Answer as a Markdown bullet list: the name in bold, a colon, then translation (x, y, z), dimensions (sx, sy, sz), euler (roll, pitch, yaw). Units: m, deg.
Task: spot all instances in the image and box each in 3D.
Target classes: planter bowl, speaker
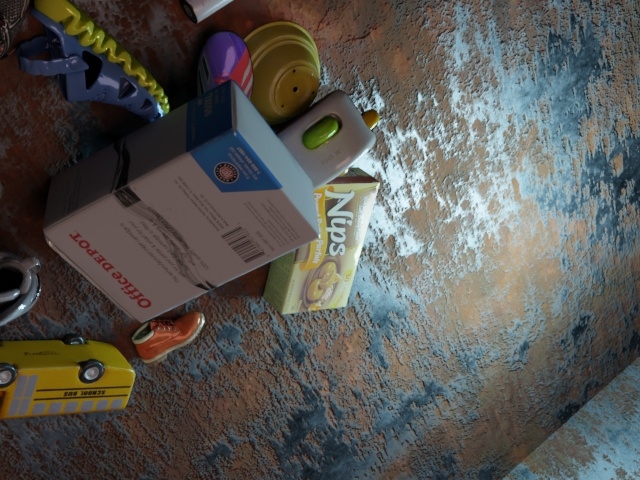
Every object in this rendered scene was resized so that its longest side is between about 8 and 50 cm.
- **planter bowl**: translation (-0.070, -0.306, 1.969), dimensions (0.217, 0.090, 0.217), euler (-20, 128, -28)
- **speaker**: translation (-0.181, -0.444, 1.813), dimensions (0.136, 0.055, 0.055), euler (-37, 134, -15)

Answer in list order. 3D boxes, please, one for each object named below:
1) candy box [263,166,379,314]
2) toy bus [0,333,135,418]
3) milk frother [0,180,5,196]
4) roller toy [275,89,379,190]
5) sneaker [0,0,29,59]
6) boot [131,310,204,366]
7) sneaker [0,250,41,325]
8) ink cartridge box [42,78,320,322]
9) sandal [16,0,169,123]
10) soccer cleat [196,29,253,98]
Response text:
- **candy box**: translation (0.000, 0.000, 2.225), dimensions (0.183, 0.087, 0.316), euler (-5, 119, -37)
- **toy bus**: translation (-0.528, 0.262, 1.954), dimensions (0.333, 0.108, 0.130), euler (3, 116, -41)
- **milk frother**: translation (-0.613, -0.115, 1.662), dimensions (0.143, 0.129, 0.134), euler (-1, 128, 11)
- **roller toy**: translation (0.007, -0.191, 2.011), dimensions (0.146, 0.191, 0.209), euler (54, 40, -10)
- **sneaker**: translation (-0.539, -0.287, 1.585), dimensions (0.121, 0.112, 0.299), euler (27, 98, -46)
- **boot**: translation (-0.316, 0.186, 2.114), dimensions (0.158, 0.059, 0.084), euler (-36, 129, -14)
- **sneaker**: translation (-0.628, 0.122, 1.692), dimensions (0.366, 0.210, 0.137), euler (-30, 91, -25)
- **ink cartridge box**: translation (-0.244, -0.060, 1.799), dimensions (0.395, 0.166, 0.285), euler (-25, 130, 16)
- **sandal**: translation (-0.387, -0.286, 1.709), dimensions (0.138, 0.126, 0.317), euler (-49, 130, 2)
- **soccer cleat**: translation (-0.187, -0.228, 1.887), dimensions (0.109, 0.116, 0.318), euler (8, 118, -8)
